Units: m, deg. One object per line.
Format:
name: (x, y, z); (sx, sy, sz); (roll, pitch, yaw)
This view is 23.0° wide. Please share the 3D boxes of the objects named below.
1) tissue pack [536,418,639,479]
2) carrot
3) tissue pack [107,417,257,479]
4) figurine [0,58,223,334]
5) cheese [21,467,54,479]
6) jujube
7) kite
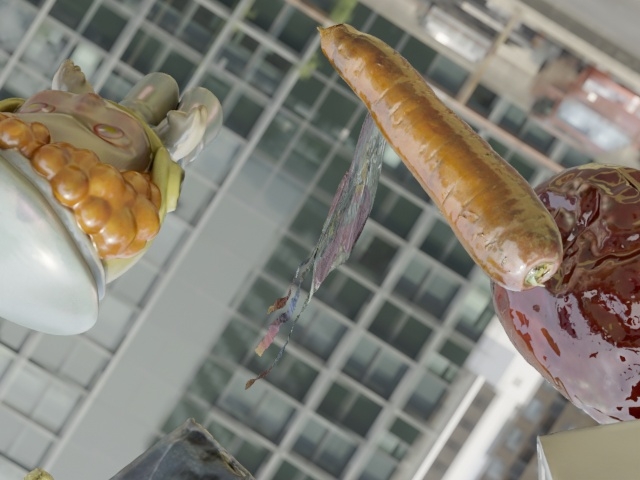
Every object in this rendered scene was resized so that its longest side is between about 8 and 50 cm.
tissue pack: (0.292, 0.314, 1.520); (0.136, 0.246, 0.159); (-7, -149, -1)
carrot: (0.076, -0.063, 1.028); (0.248, 0.059, 0.059); (53, -169, 27)
tissue pack: (-0.167, 0.344, 1.287); (0.259, 0.361, 0.122); (44, 167, 40)
figurine: (-0.193, -0.044, 1.403); (0.225, 0.205, 0.382); (31, -150, 23)
cheese: (-0.326, 0.287, 1.720); (0.030, 0.083, 0.044); (41, 164, 43)
jujube: (0.364, 0.077, 1.758); (0.276, 0.276, 0.377); (31, -171, -46)
kite: (0.004, 0.001, 1.540); (0.022, 0.360, 0.204); (20, -133, -10)
